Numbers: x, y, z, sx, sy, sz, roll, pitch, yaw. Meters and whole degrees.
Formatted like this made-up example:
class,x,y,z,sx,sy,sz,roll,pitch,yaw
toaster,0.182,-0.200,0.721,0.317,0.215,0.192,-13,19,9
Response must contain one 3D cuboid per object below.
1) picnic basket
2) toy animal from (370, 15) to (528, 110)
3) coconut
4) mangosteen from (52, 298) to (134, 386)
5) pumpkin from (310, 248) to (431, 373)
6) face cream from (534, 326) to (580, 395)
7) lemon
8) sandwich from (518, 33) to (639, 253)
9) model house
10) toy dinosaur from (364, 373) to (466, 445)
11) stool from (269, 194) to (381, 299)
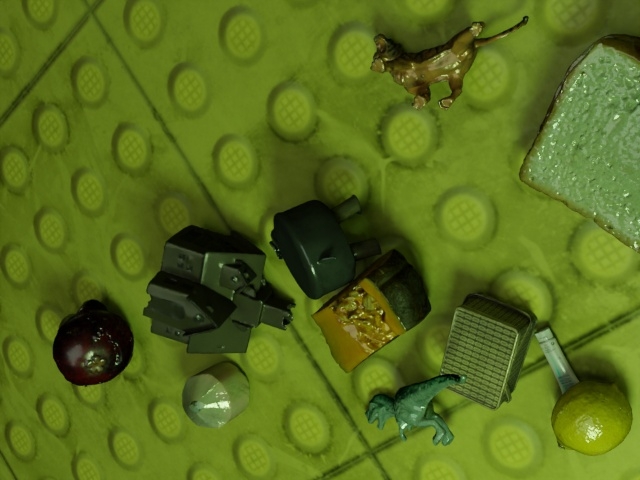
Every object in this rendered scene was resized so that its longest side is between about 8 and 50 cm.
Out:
class,x,y,z,sx,sy,sz,roll,pitch,yaw
picnic basket,0.263,0.175,1.442,0.115,0.079,0.164,21,114,26
toy animal,0.198,-0.276,1.360,0.255,0.116,0.114,-13,119,29
coconut,-0.205,0.301,1.749,0.116,0.122,0.116,9,107,30
mangosteen,-0.476,0.210,1.884,0.180,0.166,0.166,44,126,46
pumpkin,0.095,0.113,1.517,0.131,0.126,0.248,49,144,-2
face cream,0.370,0.190,1.414,0.038,0.020,0.115,-28,89,34
lemon,0.405,0.267,1.361,0.109,0.109,0.133,42,113,16
sandwich,0.437,-0.121,1.236,0.288,0.100,0.254,38,121,19
model house,-0.173,0.112,1.648,0.243,0.204,0.211,17,113,10
toy dinosaur,0.187,0.284,1.470,0.129,0.076,0.383,51,148,-1
stool,-0.002,-0.008,1.517,0.228,0.139,0.153,49,159,47
